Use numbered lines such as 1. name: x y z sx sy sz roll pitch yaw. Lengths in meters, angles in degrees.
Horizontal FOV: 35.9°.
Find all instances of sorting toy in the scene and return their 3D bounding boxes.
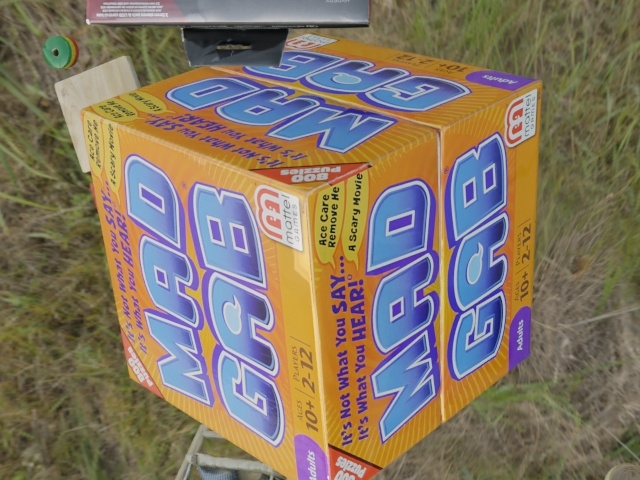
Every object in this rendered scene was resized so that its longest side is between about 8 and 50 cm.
1. sorting toy: -0.290 -0.169 1.392 0.132 0.046 0.275 -15 95 27

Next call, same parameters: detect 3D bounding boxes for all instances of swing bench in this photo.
1. swing bench: -0.138 0.438 1.543 0.253 0.255 0.165 -5 121 39

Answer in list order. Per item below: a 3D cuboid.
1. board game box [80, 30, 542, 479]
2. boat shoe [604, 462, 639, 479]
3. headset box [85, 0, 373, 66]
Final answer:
1. board game box: 0.000 0.000 1.129 0.356 0.356 0.356 22 127 40
2. boat shoe: 0.530 0.511 1.647 0.104 0.089 0.285 -16 87 -18
3. headset box: -0.066 -0.282 0.755 0.218 0.110 0.293 1 102 3
